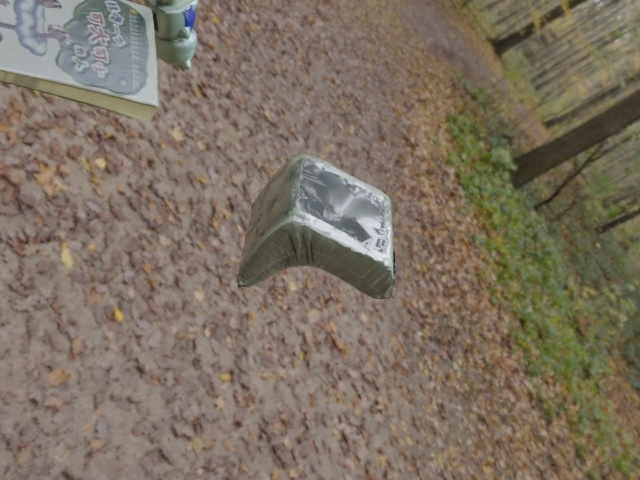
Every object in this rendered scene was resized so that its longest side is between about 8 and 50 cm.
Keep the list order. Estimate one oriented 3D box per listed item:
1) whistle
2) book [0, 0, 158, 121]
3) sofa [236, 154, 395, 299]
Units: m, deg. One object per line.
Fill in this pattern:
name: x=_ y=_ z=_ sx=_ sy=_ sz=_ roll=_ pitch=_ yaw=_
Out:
whistle: x=-0.287 y=-0.435 z=1.316 sx=0.092 sy=0.244 sz=0.110 roll=-30 pitch=56 yaw=-28
book: x=-0.450 y=-0.342 z=1.097 sx=0.371 sy=0.043 sz=0.260 roll=9 pitch=54 yaw=-31
sofa: x=0.000 y=0.000 z=1.124 sx=0.225 sy=0.176 sz=0.210 roll=25 pitch=39 yaw=-20
